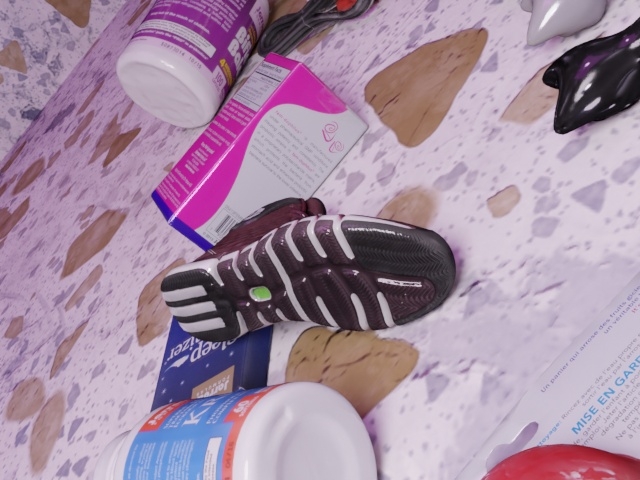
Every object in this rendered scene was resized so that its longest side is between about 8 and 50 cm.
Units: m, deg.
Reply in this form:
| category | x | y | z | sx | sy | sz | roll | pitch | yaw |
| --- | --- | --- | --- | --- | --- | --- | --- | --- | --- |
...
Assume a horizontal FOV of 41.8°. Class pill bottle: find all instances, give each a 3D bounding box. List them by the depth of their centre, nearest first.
| category | x | y | z | sx | sy | sz | roll | pitch | yaw |
| --- | --- | --- | --- | --- | --- | --- | --- | --- | --- |
| pill bottle | -0.076 | 0.177 | 0.624 | 0.221 | 0.124 | 0.124 | -18 | 42 | 43 |
| pill bottle | -0.182 | -0.342 | 1.330 | 0.169 | 0.169 | 0.302 | -8 | 50 | 51 |

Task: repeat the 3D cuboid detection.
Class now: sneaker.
| category | x | y | z | sx | sy | sz | roll | pitch | yaw |
| --- | --- | --- | --- | --- | --- | --- | --- | --- | --- |
| sneaker | 0.000 | 0.000 | 0.749 | 0.281 | 0.106 | 0.162 | -8 | 27 | 30 |

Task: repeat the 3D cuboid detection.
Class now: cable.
| category | x | y | z | sx | sy | sz | roll | pitch | yaw |
| --- | --- | --- | --- | --- | --- | --- | --- | --- | --- |
| cable | 0.014 | -0.318 | 1.176 | 0.287 | 0.072 | 0.139 | -39 | 46 | 43 |

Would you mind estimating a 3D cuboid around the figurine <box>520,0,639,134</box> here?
| category | x | y | z | sx | sy | sz | roll | pitch | yaw |
| --- | --- | --- | --- | --- | --- | --- | --- | --- | --- |
| figurine | 0.251 | -0.200 | 0.653 | 0.209 | 0.092 | 0.215 | -38 | 30 | 29 |

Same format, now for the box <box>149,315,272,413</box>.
| category | x | y | z | sx | sy | sz | roll | pitch | yaw |
| --- | --- | --- | --- | --- | --- | --- | --- | --- | --- |
| box | -0.106 | 0.118 | 0.828 | 0.136 | 0.036 | 0.225 | -32 | 35 | 29 |

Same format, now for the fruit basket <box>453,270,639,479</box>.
| category | x | y | z | sx | sy | sz | roll | pitch | yaw |
| --- | --- | --- | --- | --- | --- | --- | --- | --- | --- |
| fruit basket | 0.148 | 0.166 | 0.340 | 0.327 | 0.165 | 0.353 | -49 | 13 | 2 |

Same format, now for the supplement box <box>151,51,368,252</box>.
| category | x | y | z | sx | sy | sz | roll | pitch | yaw |
| --- | --- | --- | --- | --- | --- | --- | --- | --- | --- |
| supplement box | -0.071 | -0.088 | 0.937 | 0.220 | 0.111 | 0.114 | -49 | 28 | 1 |
